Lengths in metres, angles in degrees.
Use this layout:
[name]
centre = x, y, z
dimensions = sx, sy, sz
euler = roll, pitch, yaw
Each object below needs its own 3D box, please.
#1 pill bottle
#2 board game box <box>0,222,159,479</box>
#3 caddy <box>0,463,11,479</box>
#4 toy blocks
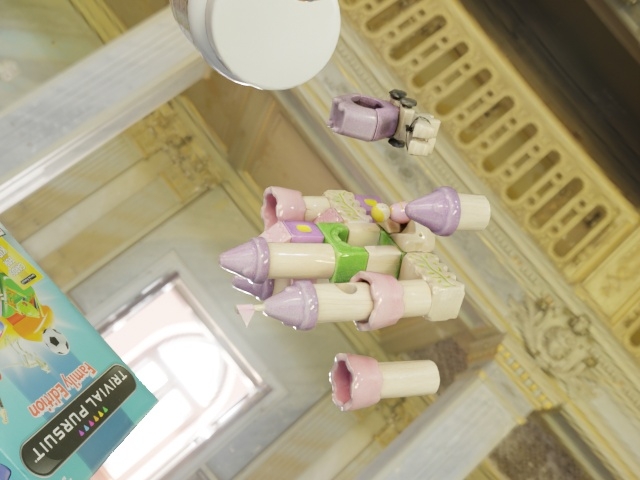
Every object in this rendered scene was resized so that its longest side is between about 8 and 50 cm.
[pill bottle]
centre = -0.113, -0.376, 1.275
dimensions = 0.224, 0.224, 0.392
euler = 62, -4, -28
[board game box]
centre = -0.359, 0.126, 0.871
dimensions = 0.336, 0.079, 0.254
euler = 49, 18, -3
[caddy]
centre = -0.361, 0.190, 0.524
dimensions = 0.241, 0.179, 0.341
euler = 34, -26, -22
[toy blocks]
centre = 0.000, 0.000, 0.926
dimensions = 0.288, 0.260, 0.309
euler = -125, -138, -54
